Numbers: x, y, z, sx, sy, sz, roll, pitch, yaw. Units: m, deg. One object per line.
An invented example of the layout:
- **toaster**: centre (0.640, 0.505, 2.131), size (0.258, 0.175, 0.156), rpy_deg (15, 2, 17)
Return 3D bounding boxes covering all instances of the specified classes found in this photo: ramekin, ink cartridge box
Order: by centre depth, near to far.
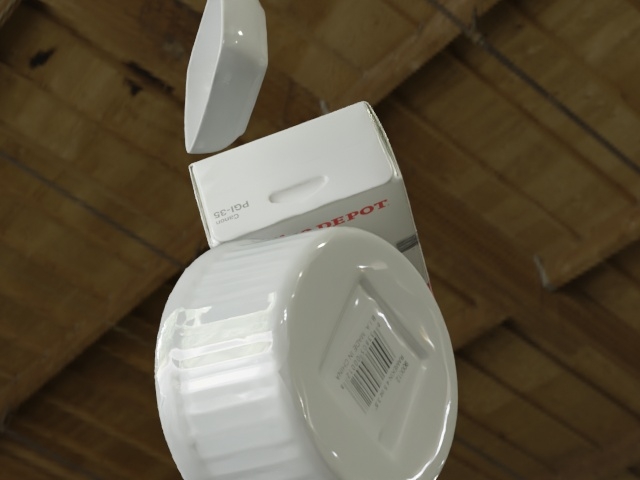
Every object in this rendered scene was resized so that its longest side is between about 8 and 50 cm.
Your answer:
- **ramekin**: centre (0.001, 0.119, 1.009), size (0.135, 0.277, 0.277), rpy_deg (-18, -49, 38)
- **ink cartridge box**: centre (0.000, 0.000, 1.263), size (0.207, 0.117, 0.283), rpy_deg (-20, -34, 1)

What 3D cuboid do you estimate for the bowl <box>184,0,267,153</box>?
- **bowl**: centre (-0.087, -0.163, 1.078), size (0.053, 0.142, 0.142), rpy_deg (10, -46, -15)
